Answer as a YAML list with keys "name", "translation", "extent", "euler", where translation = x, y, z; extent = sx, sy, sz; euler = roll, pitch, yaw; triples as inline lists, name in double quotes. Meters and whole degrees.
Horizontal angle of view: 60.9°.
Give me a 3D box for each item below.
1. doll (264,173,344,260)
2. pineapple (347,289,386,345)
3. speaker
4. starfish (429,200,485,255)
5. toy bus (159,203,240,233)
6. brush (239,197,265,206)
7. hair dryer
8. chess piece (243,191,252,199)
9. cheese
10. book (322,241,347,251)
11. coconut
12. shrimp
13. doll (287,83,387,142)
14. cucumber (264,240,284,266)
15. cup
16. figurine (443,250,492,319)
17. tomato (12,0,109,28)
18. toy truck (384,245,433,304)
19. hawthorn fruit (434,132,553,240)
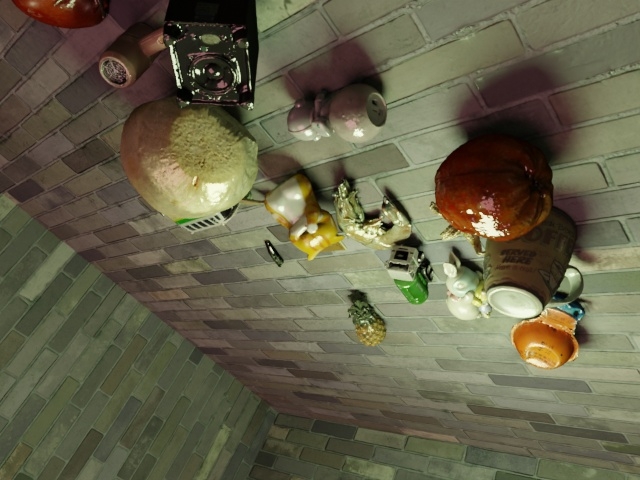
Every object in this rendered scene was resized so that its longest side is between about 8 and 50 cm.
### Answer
- name: "doll"
  translation: [-0.060, -0.081, 1.716]
  extent: [0.167, 0.162, 0.269]
  euler: [-33, 85, 16]
- name: "pineapple"
  translation: [0.178, 0.312, 2.192]
  extent: [0.128, 0.128, 0.248]
  euler: [2, 135, 36]
- name: "speaker"
  translation: [-0.239, -0.452, 1.233]
  extent: [0.184, 0.253, 0.232]
  euler: [1, 146, -2]
- name: "starfish"
  translation: [0.378, -0.047, 1.462]
  extent: [0.150, 0.053, 0.209]
  euler: [-41, 65, 35]
- name: "toy bus"
  translation: [-0.431, -0.131, 1.994]
  extent: [0.305, 0.143, 0.179]
  euler: [-12, 133, 46]
- name: "brush"
  translation: [-0.198, -0.128, 1.876]
  extent: [0.196, 0.021, 0.070]
  euler: [8, 148, -1]
- name: "hair dryer"
  translation: [-0.410, -0.522, 1.407]
  extent: [0.344, 0.189, 0.106]
  euler: [-14, 128, 29]
- name: "chess piece"
  translation: [-0.255, -0.188, 1.861]
  extent: [0.059, 0.059, 0.149]
  euler: [26, 144, 3]
- name: "cheese"
  translation: [0.728, 0.299, 1.733]
  extent: [0.217, 0.129, 0.329]
  euler: [22, 136, 17]
- name: "book"
  translation: [0.000, 0.000, 1.971]
  extent: [0.172, 0.012, 0.118]
  euler: [-5, 136, 41]
- name: "coconut"
  translation: [-0.387, -0.250, 1.600]
  extent: [0.415, 0.344, 0.415]
  euler: [38, 161, 15]
- name: "shrimp"
  translation: [0.150, -0.078, 1.683]
  extent: [0.247, 0.085, 0.360]
  euler: [1, 145, 31]
- name: "doll"
  translation: [0.027, -0.311, 1.381]
  extent: [0.287, 0.151, 0.151]
  euler: [2, 140, 41]
- name: "cucumber"
  translation: [-0.187, 0.054, 2.175]
  extent: [0.033, 0.034, 0.135]
  euler: [4, 141, 42]
- name: "cup"
  translation: [0.561, 0.087, 1.432]
  extent: [0.301, 0.257, 0.227]
  euler: [33, 151, -11]
- name: "figurine"
  translation: [0.463, 0.146, 1.718]
  extent: [0.155, 0.127, 0.235]
  euler: [28, 151, 38]
- name: "tomato"
  translation: [-0.723, -0.662, 1.423]
  extent: [0.309, 0.170, 0.309]
  euler: [19, 146, 13]
- name: "toy truck"
  translation: [0.293, 0.115, 1.780]
  extent: [0.101, 0.125, 0.242]
  euler: [8, 155, 31]
- name: "hawthorn fruit"
  translation: [0.399, -0.118, 1.266]
  extent: [0.262, 0.258, 0.258]
  euler: [-20, 126, 30]
